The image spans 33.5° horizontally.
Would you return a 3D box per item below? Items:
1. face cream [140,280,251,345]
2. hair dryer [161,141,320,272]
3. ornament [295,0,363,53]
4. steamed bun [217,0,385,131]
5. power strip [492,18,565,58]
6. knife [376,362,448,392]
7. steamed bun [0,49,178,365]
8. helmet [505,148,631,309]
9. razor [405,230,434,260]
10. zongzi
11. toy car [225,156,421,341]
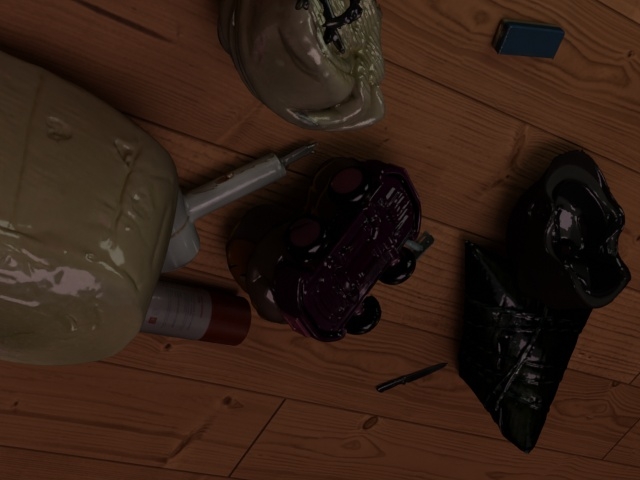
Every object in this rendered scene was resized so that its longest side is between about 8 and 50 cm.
[{"bbox_3d":[-0.239,0.130,1.911,0.214,0.096,0.095,13,121,-33],"label":"face cream"},{"bbox_3d":[-0.162,-0.097,1.774,0.357,0.107,0.173,-27,135,-13],"label":"hair dryer"},{"bbox_3d":[0.046,-0.352,1.395,0.202,0.236,0.080,18,150,-28],"label":"ornament"},{"bbox_3d":[-0.045,-0.291,1.530,0.207,0.280,0.268,-15,151,27],"label":"steamed bun"},{"bbox_3d":[0.358,-0.345,1.822,0.123,0.032,0.056,1,128,-25],"label":"power strip"},{"bbox_3d":[0.200,0.298,2.310,0.170,0.010,0.023,-19,133,-10],"label":"knife"},{"bbox_3d":[-0.445,-0.030,1.476,0.456,0.371,0.290,30,130,-20],"label":"steamed bun"},{"bbox_3d":[0.454,-0.006,2.033,0.225,0.305,0.177,7,160,-36],"label":"helmet"},{"bbox_3d":[0.147,-0.007,2.013,0.135,0.040,0.068,27,113,-33],"label":"razor"},{"bbox_3d":[0.369,0.168,2.154,0.362,0.319,0.383,27,96,-28],"label":"zongzi"},{"bbox_3d":[0.000,0.000,1.845,0.340,0.240,0.271,-50,139,-18],"label":"toy car"}]
